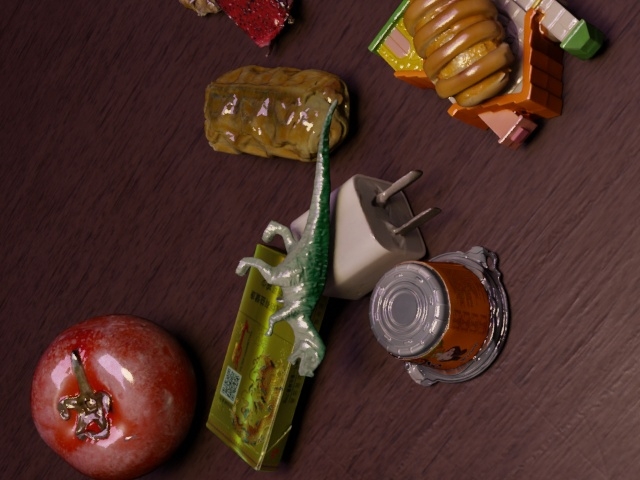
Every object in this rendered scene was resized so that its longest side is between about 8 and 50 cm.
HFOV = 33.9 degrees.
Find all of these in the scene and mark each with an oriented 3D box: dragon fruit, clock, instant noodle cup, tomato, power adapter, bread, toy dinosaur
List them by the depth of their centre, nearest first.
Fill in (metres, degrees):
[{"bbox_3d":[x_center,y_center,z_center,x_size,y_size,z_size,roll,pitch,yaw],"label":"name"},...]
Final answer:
[{"bbox_3d":[0.176,-0.259,1.343,0.119,0.084,0.177,-30,71,30],"label":"bread"},{"bbox_3d":[0.146,0.098,1.400,0.177,0.125,0.208,20,95,40],"label":"instant noodle cup"},{"bbox_3d":[0.225,-0.262,1.414,0.220,0.106,0.255,-52,54,20],"label":"clock"},{"bbox_3d":[-0.049,-0.005,1.440,0.129,0.076,0.383,2,93,8],"label":"toy dinosaur"},{"bbox_3d":[0.078,-0.020,1.478,0.205,0.125,0.130,-34,61,32],"label":"power adapter"},{"bbox_3d":[-0.065,-0.199,1.637,0.267,0.130,0.152,11,80,41],"label":"bread"},{"bbox_3d":[-0.325,0.248,1.708,0.270,0.227,0.270,1,94,20],"label":"tomato"},{"bbox_3d":[-0.095,-0.393,1.734,0.147,0.096,0.102,44,125,4],"label":"dragon fruit"}]

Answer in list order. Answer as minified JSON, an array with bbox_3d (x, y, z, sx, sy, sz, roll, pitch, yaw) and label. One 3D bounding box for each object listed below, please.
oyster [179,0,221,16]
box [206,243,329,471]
[{"bbox_3d":[-0.199,-0.488,1.839,0.223,0.083,0.214,-39,53,37],"label":"oyster"},{"bbox_3d":[-0.081,0.175,1.605,0.173,0.043,0.311,24,100,53],"label":"box"}]
